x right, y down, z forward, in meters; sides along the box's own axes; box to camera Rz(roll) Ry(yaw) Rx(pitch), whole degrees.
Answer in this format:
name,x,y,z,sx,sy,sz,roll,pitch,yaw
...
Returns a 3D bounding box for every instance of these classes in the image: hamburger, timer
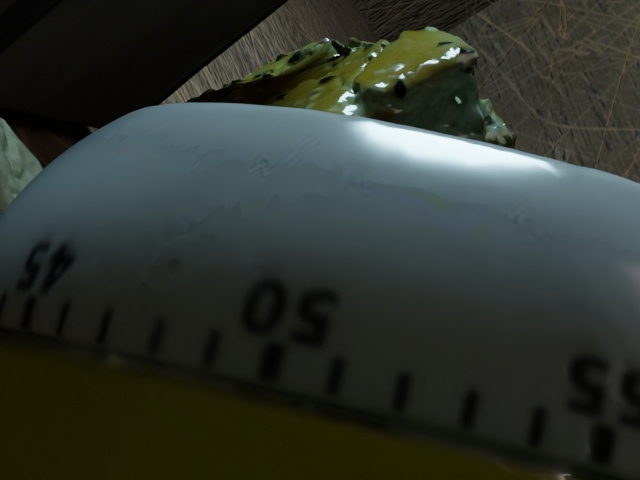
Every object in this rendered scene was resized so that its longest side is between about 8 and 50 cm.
name,x,y,z,sx,sy,sz,roll,pitch,yaw
hamburger,0.000,0.000,0.938,0.167,0.192,0.288,62,-18,-14
timer,0.013,0.122,0.480,0.285,0.285,0.285,56,9,-14

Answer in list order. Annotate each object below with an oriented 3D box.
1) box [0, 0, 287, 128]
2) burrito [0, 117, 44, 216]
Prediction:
name,x,y,z,sx,sy,sz,roll,pitch,yaw
box,-0.103,-0.167,0.871,0.153,0.188,0.252,55,11,8
burrito,-0.158,-0.042,0.487,0.117,0.076,0.392,63,9,27
